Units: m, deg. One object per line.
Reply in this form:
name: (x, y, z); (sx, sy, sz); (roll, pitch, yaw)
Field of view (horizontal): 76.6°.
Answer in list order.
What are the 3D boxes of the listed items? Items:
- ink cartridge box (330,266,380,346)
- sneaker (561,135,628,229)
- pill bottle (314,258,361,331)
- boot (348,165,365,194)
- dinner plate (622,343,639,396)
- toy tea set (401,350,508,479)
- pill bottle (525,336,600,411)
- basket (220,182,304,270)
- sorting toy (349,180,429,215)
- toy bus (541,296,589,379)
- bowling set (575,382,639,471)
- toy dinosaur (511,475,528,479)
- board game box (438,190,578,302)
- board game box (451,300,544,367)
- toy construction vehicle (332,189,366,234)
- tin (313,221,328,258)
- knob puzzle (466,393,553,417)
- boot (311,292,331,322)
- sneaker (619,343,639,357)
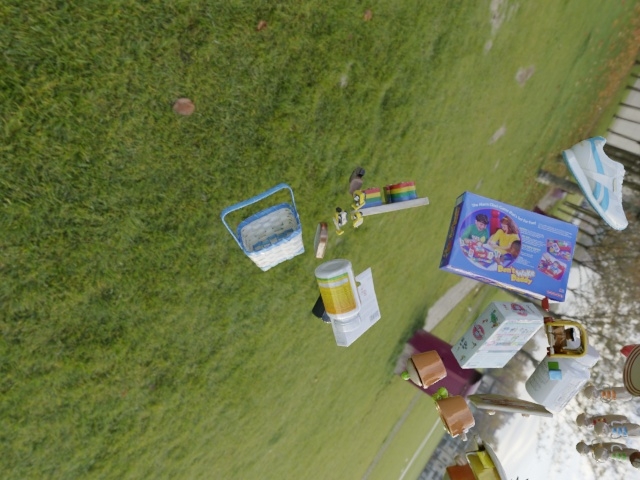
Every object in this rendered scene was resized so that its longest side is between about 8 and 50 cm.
ink cartridge box: (0.152, 0.290, 1.824); (0.296, 0.066, 0.261); (-25, 106, -49)
sneaker: (0.661, -0.130, 0.943); (0.092, 0.228, 0.087); (-30, -177, 27)
pill bottle: (0.074, 0.203, 1.488); (0.136, 0.136, 0.245); (-31, 112, -43)
boot: (0.125, -0.218, 1.488); (0.118, 0.042, 0.087); (-59, -163, -6)
dinner plate: (0.787, 0.314, 0.984); (0.141, 0.017, 0.141); (22, 90, -82)
toy tea set: (0.251, 0.394, 0.833); (0.124, 0.336, 0.200); (-22, 124, 1)
pill bottle: (0.778, 0.425, 1.305); (0.131, 0.131, 0.229); (-15, 133, -53)
basket: (-0.195, -0.047, 1.455); (0.255, 0.201, 0.289); (-23, 139, -8)
sorting toy: (0.232, -0.155, 1.468); (0.257, 0.256, 0.089); (-72, 152, -84)
toy bus: (0.675, 0.264, 1.115); (0.191, 0.104, 0.202); (64, 34, -33)
bowling set: (0.903, 0.611, 1.262); (0.200, 0.154, 0.286); (-37, 120, -70)
toy dinosaur: (0.849, 1.005, 1.574); (0.296, 0.127, 0.200); (-28, -171, 22)
board game box: (0.554, 0.021, 1.197); (0.078, 0.347, 0.233); (106, 2, -79)
board game box: (0.701, 0.379, 1.610); (0.224, 0.097, 0.303); (7, 128, -24)
toy construction vehicle: (0.067, -0.066, 0.957); (0.086, 0.035, 0.098); (-37, 146, -23)
tin: (0.000, 0.000, 1.705); (0.189, 0.040, 0.106); (104, -9, -50)
knob puzzle: (0.483, 0.433, 1.058); (0.213, 0.213, 0.030); (24, 68, -62)
boot: (0.091, 0.334, 2.071); (0.094, 0.247, 0.207); (-51, 160, -63)
sneaker: (1.021, 0.300, 1.220); (0.221, 0.087, 0.128); (2, 110, -12)
